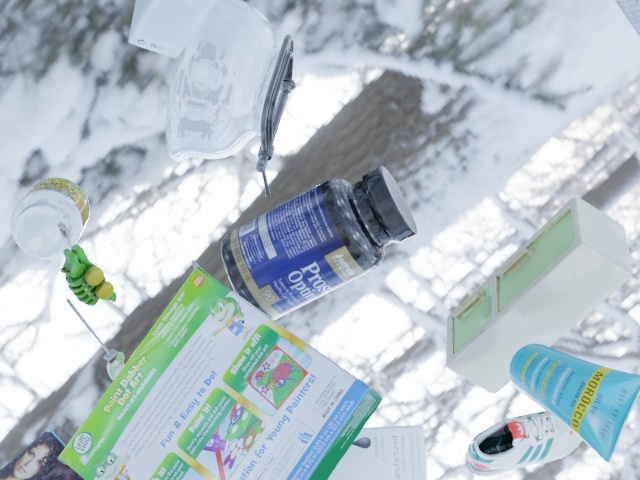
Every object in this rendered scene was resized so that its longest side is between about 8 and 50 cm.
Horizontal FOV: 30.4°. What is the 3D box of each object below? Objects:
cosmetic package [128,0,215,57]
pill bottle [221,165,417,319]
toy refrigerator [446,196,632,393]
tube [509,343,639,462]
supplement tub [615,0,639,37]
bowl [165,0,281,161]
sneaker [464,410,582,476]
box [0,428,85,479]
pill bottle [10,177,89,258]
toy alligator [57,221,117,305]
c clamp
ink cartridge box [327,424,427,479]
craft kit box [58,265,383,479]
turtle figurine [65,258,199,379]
[{"bbox_3d":[-0.191,-0.364,1.636,0.085,0.231,0.117,15,-115,-21],"label":"cosmetic package"},{"bbox_3d":[0.000,0.000,1.426,0.123,0.219,0.123,57,-166,-23],"label":"pill bottle"},{"bbox_3d":[0.275,0.073,1.539,0.094,0.269,0.102,30,-144,-16],"label":"toy refrigerator"},{"bbox_3d":[0.238,0.141,1.090,0.052,0.080,0.207,20,-179,-14],"label":"tube"},{"bbox_3d":[0.343,-0.237,0.910,0.331,0.241,0.241,54,-160,-9],"label":"supplement tub"},{"bbox_3d":[-0.137,-0.254,1.913,0.134,0.298,0.298,17,-159,8],"label":"bowl"},{"bbox_3d":[0.251,0.236,1.412,0.075,0.161,0.057,75,176,-64],"label":"sneaker"},{"bbox_3d":[-0.362,0.333,1.322,0.100,0.244,0.060,37,158,30],"label":"box"},{"bbox_3d":[-0.455,-0.034,1.973,0.117,0.117,0.208,39,-174,-12],"label":"pill bottle"},{"bbox_3d":[-0.359,0.047,1.741,0.056,0.051,0.190,30,158,36],"label":"toy alligator"},{"bbox_3d":[-0.053,-0.153,1.368,0.022,0.137,0.161,11,-116,8],"label":"c clamp"},{"bbox_3d":[0.009,0.288,1.282,0.092,0.217,0.159,82,-175,-71],"label":"ink cartridge box"},{"bbox_3d":[-0.105,0.191,1.195,0.246,0.250,0.061,33,174,26],"label":"craft kit box"},{"bbox_3d":[-0.226,0.187,1.860,0.198,0.266,0.274,-39,-116,-25],"label":"turtle figurine"}]
